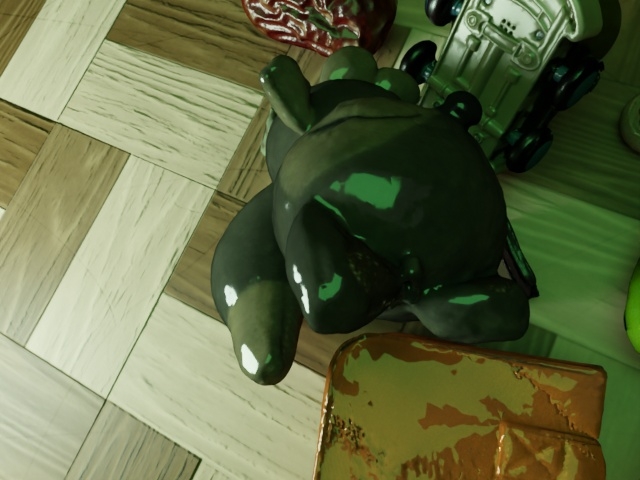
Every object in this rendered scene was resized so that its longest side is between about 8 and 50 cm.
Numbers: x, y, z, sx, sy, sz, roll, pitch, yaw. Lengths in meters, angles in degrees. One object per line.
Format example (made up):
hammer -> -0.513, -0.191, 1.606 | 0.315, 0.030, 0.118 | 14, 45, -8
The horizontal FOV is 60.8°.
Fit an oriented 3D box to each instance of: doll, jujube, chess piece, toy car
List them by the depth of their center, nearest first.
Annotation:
doll -> 0.031, 0.011, 0.564 | 0.252, 0.379, 0.382 | 9, 35, -15
toy car -> 0.235, -0.210, 0.640 | 0.198, 0.248, 0.204 | -26, 61, -34
chess piece -> 0.408, -0.143, 0.660 | 0.083, 0.038, 0.084 | -5, 72, 15
jujube -> -0.004, -0.340, 0.768 | 0.230, 0.155, 0.155 | 33, 85, 12

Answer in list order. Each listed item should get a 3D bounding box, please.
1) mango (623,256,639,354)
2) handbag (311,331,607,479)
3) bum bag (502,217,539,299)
mango -> 0.405, 0.036, 0.574 | 0.125, 0.111, 0.233 | 23, 83, 24
handbag -> 0.131, 0.310, 0.571 | 0.303, 0.116, 0.410 | 7, 78, 13
bum bag -> 0.213, 0.010, 0.604 | 0.026, 0.159, 0.109 | -23, 72, 12
